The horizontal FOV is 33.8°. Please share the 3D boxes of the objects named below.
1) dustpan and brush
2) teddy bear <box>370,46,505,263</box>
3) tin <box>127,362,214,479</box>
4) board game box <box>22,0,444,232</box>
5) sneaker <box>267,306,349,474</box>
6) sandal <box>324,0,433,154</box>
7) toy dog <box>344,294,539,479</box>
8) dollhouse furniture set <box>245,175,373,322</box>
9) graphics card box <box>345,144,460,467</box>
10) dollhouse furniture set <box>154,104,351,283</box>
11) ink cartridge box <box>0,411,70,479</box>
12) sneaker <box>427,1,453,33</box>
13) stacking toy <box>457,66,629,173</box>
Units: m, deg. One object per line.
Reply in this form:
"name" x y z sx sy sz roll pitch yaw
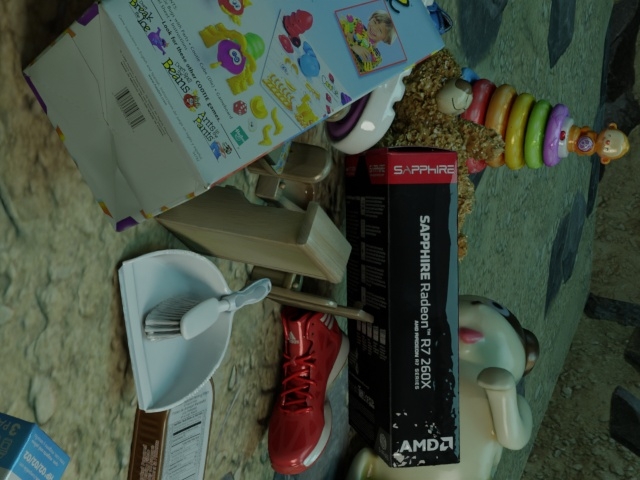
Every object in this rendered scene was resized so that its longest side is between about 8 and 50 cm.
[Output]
"dustpan and brush" -0.111 0.068 1.034 0.211 0.060 0.147 -31 116 -68
"teddy bear" 0.159 -0.106 1.494 0.245 0.113 0.338 13 95 -31
"tin" -0.150 0.214 1.066 0.106 0.040 0.190 -13 113 -70
"board game box" -0.060 -0.141 0.819 0.275 0.142 0.144 -35 99 -38
"sneaker" -0.033 0.164 1.288 0.128 0.087 0.221 65 29 -43
"sandal" 0.063 -0.309 1.227 0.102 0.169 0.416 17 76 -26
"toy dog" 0.215 0.280 1.662 0.395 0.284 0.408 57 46 -60
"dollhouse furniture set" 0.000 0.000 1.206 0.144 0.123 0.151 33 70 -66
"graphics card box" 0.096 0.072 1.303 0.233 0.094 0.371 -168 -102 -78
"dollhouse furniture set" -0.034 -0.101 1.027 0.212 0.161 0.242 49 56 -62
"ink cartridge box" -0.261 0.200 0.699 0.062 0.104 0.181 69 38 -52
"sneaker" 0.119 -0.306 1.409 0.209 0.082 0.069 -11 112 -65
"stacking toy" 0.359 -0.176 1.750 0.165 0.301 0.175 12 90 -68
